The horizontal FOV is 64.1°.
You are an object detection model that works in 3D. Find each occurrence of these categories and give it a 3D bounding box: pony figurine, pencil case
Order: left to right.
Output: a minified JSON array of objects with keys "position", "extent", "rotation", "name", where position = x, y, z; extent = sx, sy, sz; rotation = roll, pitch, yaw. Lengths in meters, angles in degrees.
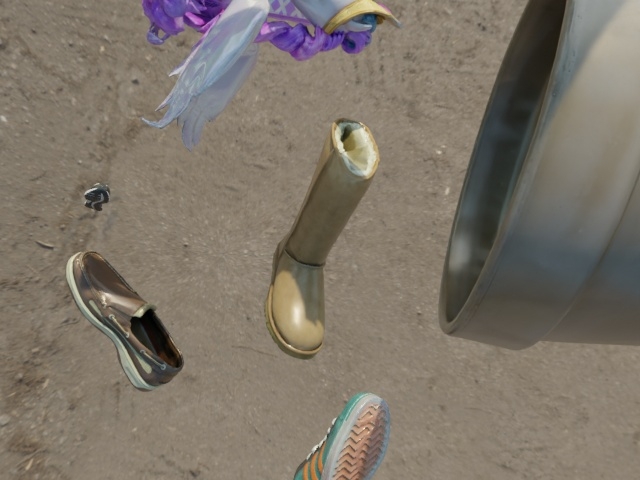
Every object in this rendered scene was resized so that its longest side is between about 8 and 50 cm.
[{"position":[-0.117,-0.304,0.614],"extent":[0.351,0.303,0.363],"rotation":[-44,105,1],"name":"pony figurine"},{"position":[-0.050,-0.417,0.888],"extent":[0.206,0.086,0.088],"rotation":[2,80,-17],"name":"pencil case"}]

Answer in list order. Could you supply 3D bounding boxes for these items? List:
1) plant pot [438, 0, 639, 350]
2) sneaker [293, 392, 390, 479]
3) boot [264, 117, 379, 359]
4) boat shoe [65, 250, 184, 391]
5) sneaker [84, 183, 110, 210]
[{"position":[0.277,-0.037,0.424],"extent":[0.281,0.323,0.322],"rotation":[17,85,8],"name":"plant pot"},{"position":[0.016,0.381,0.860],"extent":[0.108,0.121,0.301],"rotation":[17,96,-34],"name":"sneaker"},{"position":[0.000,0.000,0.717],"extent":[0.089,0.269,0.236],"rotation":[9,45,-22],"name":"boot"},{"position":[-0.308,0.119,0.835],"extent":[0.095,0.095,0.257],"rotation":[-28,98,26],"name":"boat shoe"},{"position":[-0.390,-0.085,0.896],"extent":[0.040,0.109,0.043],"rotation":[22,70,-27],"name":"sneaker"}]
